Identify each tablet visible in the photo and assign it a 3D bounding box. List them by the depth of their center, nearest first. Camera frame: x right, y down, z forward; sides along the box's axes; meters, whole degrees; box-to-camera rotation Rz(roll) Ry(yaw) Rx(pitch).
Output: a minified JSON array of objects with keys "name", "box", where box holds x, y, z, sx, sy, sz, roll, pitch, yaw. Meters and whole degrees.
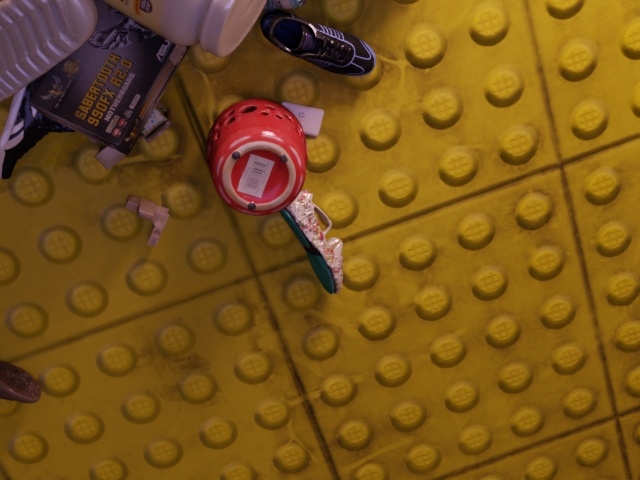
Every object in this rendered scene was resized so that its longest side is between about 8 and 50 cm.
[{"name":"tablet","box":[-0.039,-0.233,1.773,0.083,0.006,0.054,10,111,-13]}]

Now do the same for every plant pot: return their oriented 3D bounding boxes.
[{"name":"plant pot","box":[-0.113,-0.147,1.705,0.191,0.174,0.191,-4,117,-7]}]

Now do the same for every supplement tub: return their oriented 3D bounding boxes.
[{"name":"supplement tub","box":[-0.249,-0.457,1.469,0.324,0.235,0.235,31,107,3]}]

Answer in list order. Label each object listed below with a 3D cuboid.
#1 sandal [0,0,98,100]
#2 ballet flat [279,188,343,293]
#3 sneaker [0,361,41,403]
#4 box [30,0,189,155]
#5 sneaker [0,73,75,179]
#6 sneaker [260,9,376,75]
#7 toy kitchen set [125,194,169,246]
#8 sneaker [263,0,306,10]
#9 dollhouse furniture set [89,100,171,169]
[{"name":"sandal","box":[-0.529,-0.338,1.561,0.416,0.102,0.169,-10,125,27]},{"name":"ballet flat","box":[0.000,0.000,1.843,0.077,0.091,0.241,-38,120,-16]},{"name":"sneaker","box":[-0.664,0.288,1.883,0.188,0.066,0.071,30,123,-14]},{"name":"box","box":[-0.357,-0.286,1.580,0.183,0.056,0.231,26,80,12]},{"name":"sneaker","box":[-0.510,-0.194,1.675,0.121,0.079,0.217,18,108,-14]},{"name":"sneaker","box":[-0.001,-0.351,1.680,0.232,0.090,0.081,17,110,-15]},{"name":"toy kitchen set","box":[-0.343,-0.032,1.779,0.083,0.068,0.075,20,109,-16]},{"name":"sneaker","box":[-0.123,-0.517,1.575,0.122,0.110,0.283,-13,120,16]},{"name":"dollhouse furniture set","box":[-0.388,-0.238,1.663,0.161,0.101,0.182,-38,114,9]}]
